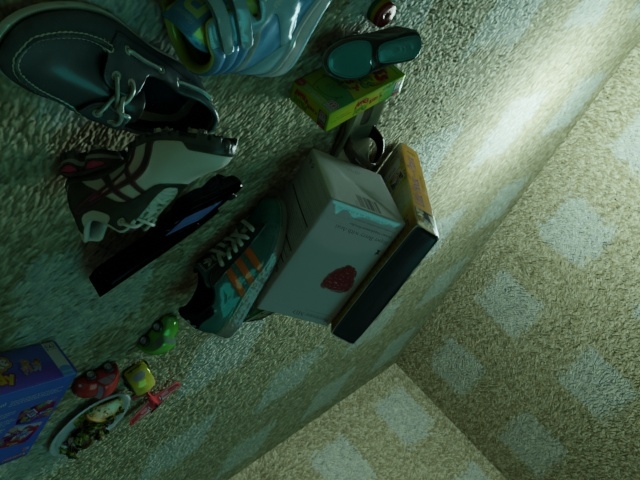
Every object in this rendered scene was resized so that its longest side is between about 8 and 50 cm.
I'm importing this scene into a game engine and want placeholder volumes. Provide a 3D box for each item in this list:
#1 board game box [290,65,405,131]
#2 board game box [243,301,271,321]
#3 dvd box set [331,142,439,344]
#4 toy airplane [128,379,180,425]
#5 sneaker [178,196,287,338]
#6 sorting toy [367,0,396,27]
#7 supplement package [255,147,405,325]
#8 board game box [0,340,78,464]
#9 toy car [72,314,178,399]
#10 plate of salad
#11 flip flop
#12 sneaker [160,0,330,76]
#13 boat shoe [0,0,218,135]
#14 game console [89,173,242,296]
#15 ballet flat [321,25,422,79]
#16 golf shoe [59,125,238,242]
[{"bbox_3d":[0.048,-0.263,1.241,0.181,0.092,0.043,-33,156,-29],"label":"board game box"},{"bbox_3d":[-0.084,0.130,1.733,0.260,0.030,0.136,-31,163,24],"label":"board game box"},{"bbox_3d":[0.127,-0.009,1.595,0.307,0.062,0.420,-55,-165,24],"label":"dvd box set"},{"bbox_3d":[-0.405,0.376,1.721,0.151,0.028,0.151,-39,159,-18],"label":"toy airplane"},{"bbox_3d":[-0.170,0.044,1.403,0.121,0.108,0.302,23,97,-33],"label":"sneaker"},{"bbox_3d":[0.189,-0.465,1.186,0.132,0.046,0.274,-16,146,-53],"label":"sorting toy"},{"bbox_3d":[0.000,0.000,1.455,0.178,0.175,0.293,18,122,-29],"label":"supplement package"},{"bbox_3d":[-0.586,0.296,1.138,0.233,0.078,0.347,-53,158,23],"label":"board game box"},{"bbox_3d":[-0.369,0.249,1.502,0.225,0.053,0.239,-47,160,7],"label":"toy car"},{"bbox_3d":[-0.497,0.412,1.587,0.200,0.048,0.199,-39,160,-17],"label":"plate of salad"},{"bbox_3d":[0.090,-0.196,1.473,0.112,0.080,0.277,-32,157,-31],"label":"flip flop"},{"bbox_3d":[-0.074,-0.317,0.853,0.208,0.127,0.319,-24,151,-46],"label":"sneaker"},{"bbox_3d":[-0.231,-0.184,0.847,0.116,0.099,0.319,-50,160,15],"label":"boat shoe"},{"bbox_3d":[-0.224,-0.013,1.074,0.213,0.044,0.361,-38,-175,-28],"label":"game console"},{"bbox_3d":[0.076,-0.318,1.221,0.213,0.068,0.072,-19,125,-31],"label":"ballet flat"},{"bbox_3d":[-0.209,-0.070,0.903,0.273,0.120,0.105,-9,175,34],"label":"golf shoe"}]
